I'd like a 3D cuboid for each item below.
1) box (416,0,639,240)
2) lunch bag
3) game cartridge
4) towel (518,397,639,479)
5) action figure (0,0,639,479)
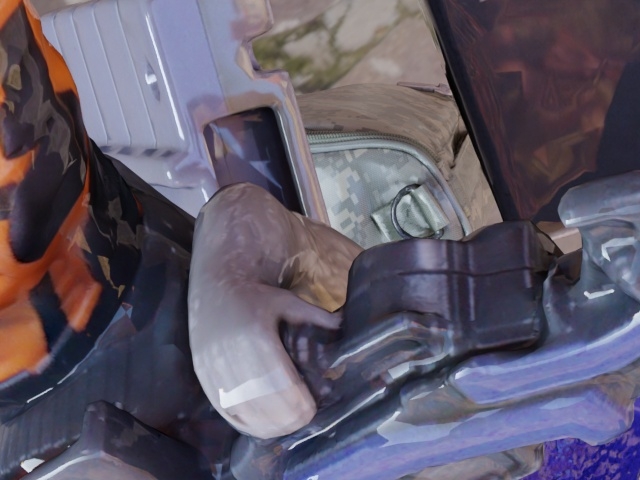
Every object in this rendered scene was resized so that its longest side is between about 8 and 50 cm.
[{"bbox_3d":[0.106,-0.254,0.796,0.212,0.293,0.396,-20,119,5],"label":"box"},{"bbox_3d":[0.000,0.000,1.206,0.256,0.305,0.213,-26,96,13],"label":"lunch bag"},{"bbox_3d":[-0.037,0.071,0.702,0.068,0.230,0.355,-19,100,-22],"label":"game cartridge"},{"bbox_3d":[0.063,0.196,0.952,0.227,0.076,0.308,24,90,-31],"label":"towel"},{"bbox_3d":[-0.041,-0.008,0.452,0.341,0.179,0.330,-24,122,26],"label":"action figure"}]
